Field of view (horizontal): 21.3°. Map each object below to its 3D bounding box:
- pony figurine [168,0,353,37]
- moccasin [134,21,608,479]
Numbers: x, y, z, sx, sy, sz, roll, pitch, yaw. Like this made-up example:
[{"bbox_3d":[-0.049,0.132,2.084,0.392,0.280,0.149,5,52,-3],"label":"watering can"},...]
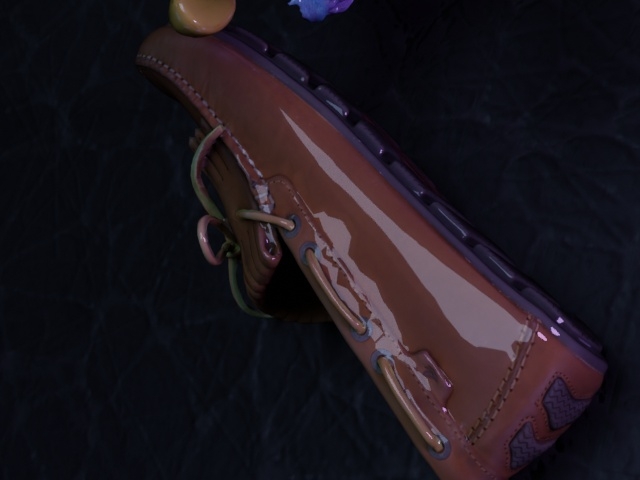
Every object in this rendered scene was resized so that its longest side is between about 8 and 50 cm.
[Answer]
[{"bbox_3d":[0.025,-0.269,1.002,0.351,0.303,0.363,-35,8,28],"label":"pony figurine"},{"bbox_3d":[0.001,0.001,1.015,0.147,0.139,0.380,-47,64,7],"label":"moccasin"}]
